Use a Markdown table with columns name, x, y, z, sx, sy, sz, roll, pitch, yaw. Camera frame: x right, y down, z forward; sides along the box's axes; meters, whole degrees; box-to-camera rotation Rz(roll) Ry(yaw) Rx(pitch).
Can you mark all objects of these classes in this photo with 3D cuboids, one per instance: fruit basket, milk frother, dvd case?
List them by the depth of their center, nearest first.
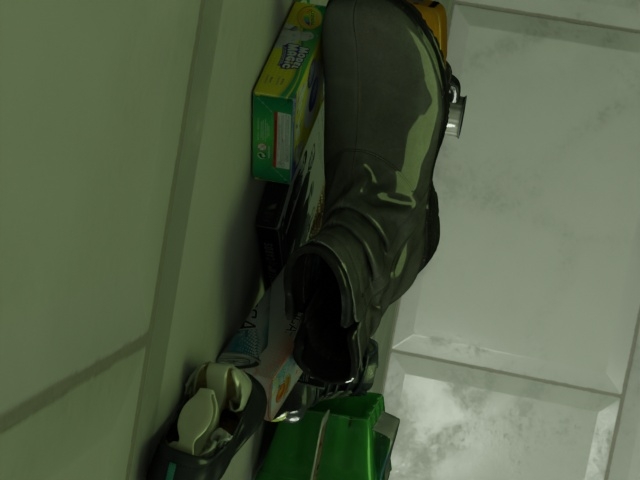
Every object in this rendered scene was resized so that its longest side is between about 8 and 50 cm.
| name | x | y | z | sx | sy | sz | roll | pitch | yaw |
| --- | --- | --- | --- | --- | --- | --- | --- | --- | --- |
| dvd case | -0.022 | -0.075 | 1.356 | 0.179 | 0.030 | 0.238 | 85 | 17 | -62 |
| fruit basket | 0.011 | 0.371 | 1.619 | 0.327 | 0.166 | 0.353 | -16 | 108 | -81 |
| milk frother | 0.194 | -0.231 | 2.313 | 0.129 | 0.135 | 0.143 | 88 | 15 | -55 |

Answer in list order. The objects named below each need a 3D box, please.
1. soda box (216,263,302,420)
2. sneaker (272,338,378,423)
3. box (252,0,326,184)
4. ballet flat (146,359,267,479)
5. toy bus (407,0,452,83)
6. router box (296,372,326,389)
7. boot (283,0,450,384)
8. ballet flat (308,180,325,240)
| name | x | y | z | sx | sy | sz | roll | pitch | yaw |
| --- | --- | --- | --- | --- | --- | --- | --- | --- | --- |
| soda box | -0.038 | 0.093 | 1.245 | 0.183 | 0.063 | 0.058 | -55 | 156 | -49 |
| sneaker | 0.005 | 0.148 | 1.514 | 0.300 | 0.121 | 0.111 | -49 | 149 | -75 |
| box | -0.023 | -0.149 | 1.199 | 0.179 | 0.043 | 0.105 | -74 | 171 | -45 |
| ballet flat | -0.088 | 0.144 | 1.036 | 0.203 | 0.074 | 0.074 | -60 | 159 | -62 |
| toy bus | 0.110 | -0.177 | 1.796 | 0.108 | 0.130 | 0.332 | -58 | 157 | -72 |
| router box | -0.027 | 0.109 | 1.339 | 0.122 | 0.092 | 0.038 | -60 | 159 | -69 |
| boot | 0.036 | -0.045 | 1.159 | 0.222 | 0.118 | 0.338 | -54 | 140 | -47 |
| ballet flat | 0.000 | 0.000 | 1.473 | 0.073 | 0.067 | 0.206 | 66 | 36 | -75 |
